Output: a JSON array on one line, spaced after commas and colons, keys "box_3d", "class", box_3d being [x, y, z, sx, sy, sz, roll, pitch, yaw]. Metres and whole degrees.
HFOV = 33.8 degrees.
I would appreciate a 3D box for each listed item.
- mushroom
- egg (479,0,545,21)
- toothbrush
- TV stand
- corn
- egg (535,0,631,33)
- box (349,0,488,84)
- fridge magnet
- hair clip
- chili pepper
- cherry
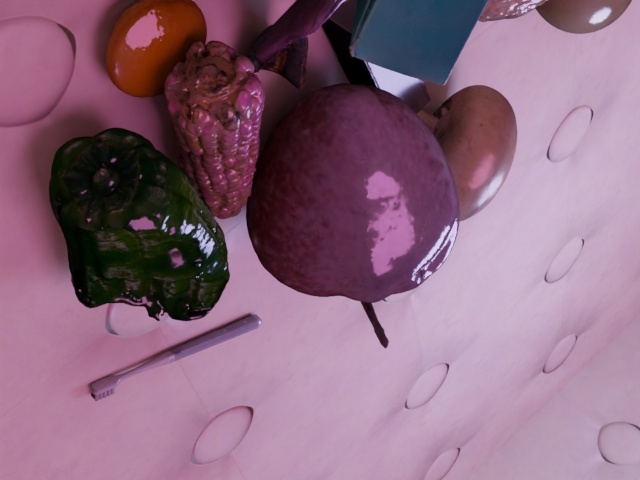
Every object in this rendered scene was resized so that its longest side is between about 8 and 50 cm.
[{"box_3d": [0.227, -0.159, 1.812, 0.246, 0.202, 0.246, -57, -171, 15], "class": "mushroom"}, {"box_3d": [0.268, -0.430, 1.571, 0.245, 0.203, 0.203, -34, 146, -6], "class": "egg"}, {"box_3d": [-0.233, 0.190, 1.752, 0.342, 0.025, 0.030, -23, 144, -37], "class": "toothbrush"}, {"box_3d": [0.082, -0.279, 1.595, 0.083, 0.088, 0.269, -45, 148, -6], "class": "TV stand"}, {"box_3d": [-0.133, -0.135, 1.397, 0.127, 0.126, 0.335, -40, 164, -16], "class": "corn"}, {"box_3d": [0.437, -0.465, 1.753, 0.189, 0.189, 0.253, -36, 137, -22], "class": "egg"}, {"box_3d": [0.128, -0.340, 1.156, 0.311, 0.118, 0.205, -80, -170, -50], "class": "box"}, {"box_3d": [-0.204, -0.242, 1.299, 0.143, 0.063, 0.143, -31, 144, -26], "class": "fridge magnet"}, {"box_3d": [-0.013, -0.278, 1.319, 0.110, 0.095, 0.359, -23, 176, -19], "class": "hair clip"}, {"box_3d": [-0.233, -0.014, 1.395, 0.385, 0.213, 0.167, 76, 17, -63], "class": "chili pepper"}, {"box_3d": [0.060, -0.065, 1.582, 0.327, 0.291, 0.334, 19, 112, -13], "class": "cherry"}]
